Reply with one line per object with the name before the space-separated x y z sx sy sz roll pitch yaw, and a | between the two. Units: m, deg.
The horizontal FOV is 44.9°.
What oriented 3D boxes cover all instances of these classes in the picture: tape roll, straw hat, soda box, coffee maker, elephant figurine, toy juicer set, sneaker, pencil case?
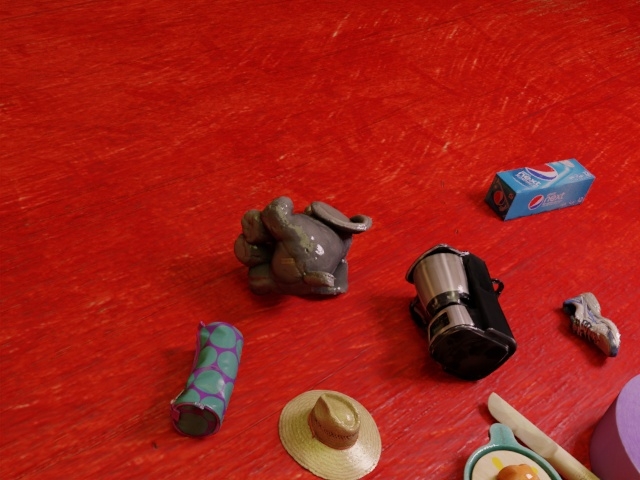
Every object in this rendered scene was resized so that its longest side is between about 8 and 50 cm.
tape roll | 0.513 0.307 1.043 0.275 0.090 0.274 9 40 -8
straw hat | 0.020 0.233 1.001 0.145 0.061 0.144 8 41 -7
soda box | 0.427 -0.100 1.502 0.210 0.071 0.067 -12 47 -28
coffee maker | 0.227 0.109 1.163 0.171 0.120 0.178 5 41 -12
elephant figurine | 0.000 0.000 1.209 0.239 0.169 0.186 -10 73 -48
toy juicer set | 0.272 0.326 0.948 0.209 0.089 0.329 25 40 12
sneaker | 0.433 0.141 1.250 0.058 0.052 0.135 -6 36 -9
pencil case | -0.147 0.178 1.011 0.070 0.064 0.151 26 38 -12
